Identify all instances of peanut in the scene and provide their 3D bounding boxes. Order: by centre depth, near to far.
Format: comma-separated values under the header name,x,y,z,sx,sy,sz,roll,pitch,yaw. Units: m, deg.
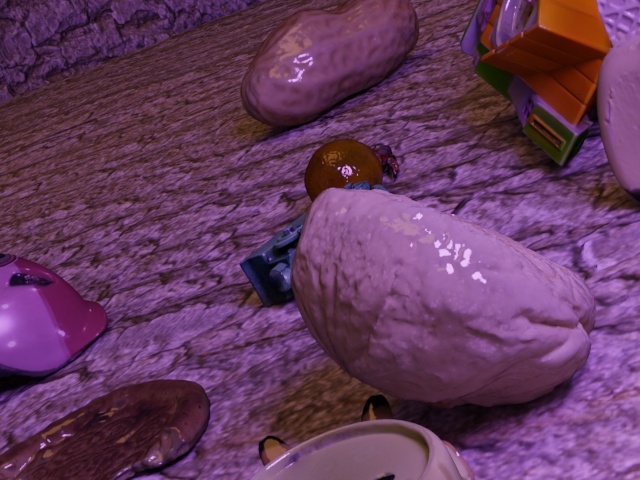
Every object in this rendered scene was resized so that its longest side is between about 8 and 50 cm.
name,x,y,z,sx,sy,sz,roll,pitch,yaw
peanut,0.018,-0.276,1.943,0.313,0.152,0.152,-29,18,-20

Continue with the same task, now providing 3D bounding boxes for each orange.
name,x,y,z,sx,sy,sz,roll,pitch,yaw
orange,0.026,-0.071,1.447,0.085,0.085,0.095,-13,26,32

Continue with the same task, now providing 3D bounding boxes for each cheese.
name,x,y,z,sx,sy,sz,roll,pitch,yaw
cheese,0.264,-0.143,1.070,0.127,0.251,0.054,-12,26,36

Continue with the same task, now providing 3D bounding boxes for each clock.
name,x,y,z,sx,sy,sz,roll,pitch,yaw
clock,0.015,0.169,0.799,0.170,0.069,0.232,-24,18,1
clock,0.261,-0.230,1.351,0.166,0.235,0.309,17,26,-12

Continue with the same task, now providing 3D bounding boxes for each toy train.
name,x,y,z,sx,sy,sz,roll,pitch,yaw
toy train,0.000,0.000,1.309,0.172,0.070,0.099,-38,12,-37

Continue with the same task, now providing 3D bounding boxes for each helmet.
name,x,y,z,sx,sy,sz,roll,pitch,yaw
helmet,-0.376,0.086,1.418,0.253,0.154,0.198,-35,19,-16

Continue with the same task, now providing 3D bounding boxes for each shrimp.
name,x,y,z,sx,sy,sz,roll,pitch,yaw
shrimp,0.069,-0.093,1.528,0.092,0.038,0.029,-114,47,-72

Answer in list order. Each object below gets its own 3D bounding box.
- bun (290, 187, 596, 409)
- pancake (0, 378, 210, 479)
name,x,y,z,sx,sy,sz,roll,pitch,yaw
bun,0.083,0.050,0.917,0.134,0.220,0.220,-67,23,1
pancake,-0.200,0.182,1.108,0.235,0.029,0.212,-34,19,-32
